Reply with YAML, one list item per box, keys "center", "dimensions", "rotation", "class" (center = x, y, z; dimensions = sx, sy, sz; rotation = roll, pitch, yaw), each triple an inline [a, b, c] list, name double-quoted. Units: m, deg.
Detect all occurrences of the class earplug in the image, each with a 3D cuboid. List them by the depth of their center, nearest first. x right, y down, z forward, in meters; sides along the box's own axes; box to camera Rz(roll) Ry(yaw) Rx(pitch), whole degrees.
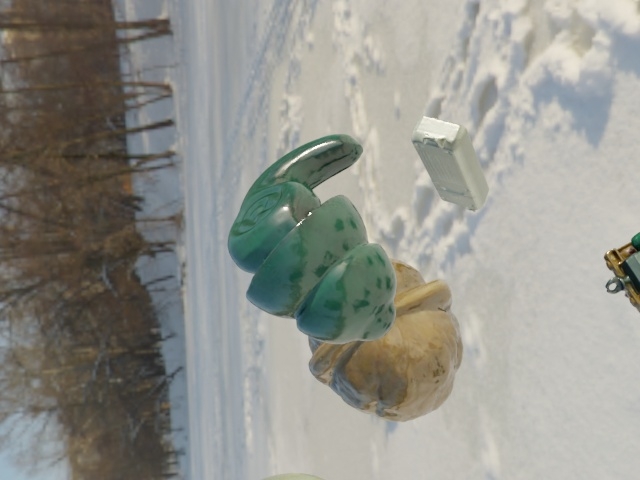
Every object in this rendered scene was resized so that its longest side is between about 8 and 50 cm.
- center: [-0.001, 0.004, 1.007]
  dimensions: [0.280, 0.257, 0.164]
  rotation: [49, 119, 17]
  class: "earplug"

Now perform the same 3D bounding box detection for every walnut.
- center: [0.112, 0.168, 1.441]
  dimensions: [0.296, 0.285, 0.285]
  rotation: [57, 157, 21]
  class: "walnut"

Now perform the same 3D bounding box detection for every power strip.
- center: [0.260, -0.142, 1.630]
  dimensions: [0.058, 0.098, 0.338]
  rotation: [-66, -26, -13]
  class: "power strip"

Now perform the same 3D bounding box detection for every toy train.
- center: [0.465, 0.021, 1.068]
  dimensions: [0.091, 0.227, 0.136]
  rotation: [62, 179, 21]
  class: "toy train"

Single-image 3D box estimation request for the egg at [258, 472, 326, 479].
- center: [-0.039, 0.250, 0.653]
  dimensions: [0.114, 0.152, 0.114]
  rotation: [53, 173, 10]
  class: "egg"
